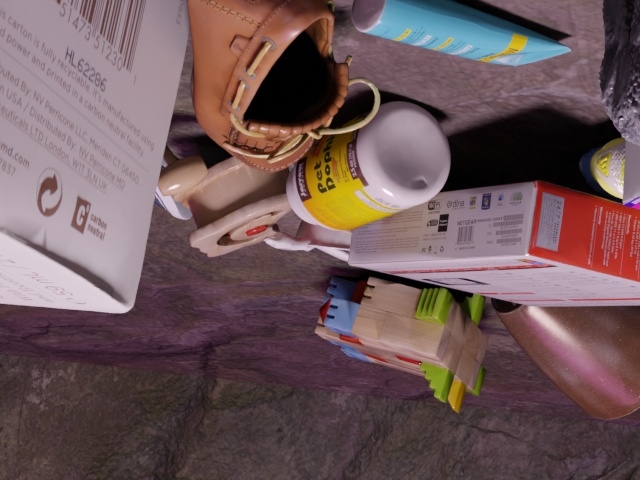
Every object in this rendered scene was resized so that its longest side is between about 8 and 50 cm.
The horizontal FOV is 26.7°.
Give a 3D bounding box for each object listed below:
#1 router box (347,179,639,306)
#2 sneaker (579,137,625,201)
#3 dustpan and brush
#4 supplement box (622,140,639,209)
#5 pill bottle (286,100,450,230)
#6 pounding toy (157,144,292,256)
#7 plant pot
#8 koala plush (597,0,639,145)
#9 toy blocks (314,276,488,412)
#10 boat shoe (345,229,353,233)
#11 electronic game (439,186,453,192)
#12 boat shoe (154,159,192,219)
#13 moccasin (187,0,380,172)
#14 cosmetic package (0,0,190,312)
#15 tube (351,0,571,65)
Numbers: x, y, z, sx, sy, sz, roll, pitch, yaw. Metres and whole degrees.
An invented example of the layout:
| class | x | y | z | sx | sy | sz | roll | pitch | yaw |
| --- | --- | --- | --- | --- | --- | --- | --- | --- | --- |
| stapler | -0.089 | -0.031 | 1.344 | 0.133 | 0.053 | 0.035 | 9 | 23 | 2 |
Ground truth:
| class | x | y | z | sx | sy | sz | roll | pitch | yaw |
| --- | --- | --- | --- | --- | --- | --- | --- | --- | --- |
| router box | 0.248 | 0.013 | 1.585 | 0.301 | 0.082 | 0.335 | 13 | 170 | -32 |
| sneaker | 0.393 | -0.071 | 1.488 | 0.240 | 0.091 | 0.126 | 14 | -178 | -21 |
| dustpan and brush | 0.000 | 0.000 | 1.775 | 0.147 | 0.060 | 0.211 | 5 | 169 | 39 |
| supplement box | 0.429 | -0.075 | 1.364 | 0.220 | 0.114 | 0.111 | 12 | 163 | -19 |
| pill bottle | 0.045 | -0.078 | 1.535 | 0.117 | 0.117 | 0.215 | 16 | 162 | -25 |
| pounding toy | -0.111 | -0.083 | 1.689 | 0.154 | 0.155 | 0.269 | -22 | 171 | 2 |
| plant pot | 0.364 | 0.111 | 1.938 | 0.230 | 0.215 | 0.215 | 32 | 155 | -25 |
| koala plush | 0.329 | -0.150 | 0.973 | 0.221 | 0.203 | 0.196 | 10 | 165 | -2 |
| toy blocks | 0.117 | 0.145 | 2.240 | 0.260 | 0.191 | 0.381 | 14 | 168 | 22 |
| boat shoe | 0.040 | -0.032 | 1.687 | 0.153 | 0.056 | 0.048 | 17 | 159 | -34 |
| electronic game | 0.088 | -0.039 | 1.778 | 0.229 | 0.048 | 0.229 | 8 | 165 | 2 |
| boat shoe | -0.229 | -0.084 | 1.768 | 0.083 | 0.065 | 0.183 | 5 | 159 | 21 |
| moccasin | -0.034 | -0.148 | 1.260 | 0.147 | 0.139 | 0.380 | 47 | 162 | 13 |
| cosmetic package | -0.365 | -0.143 | 1.125 | 0.393 | 0.327 | 0.329 | 3 | 164 | 21 |
| tube | 0.127 | -0.192 | 1.234 | 0.207 | 0.052 | 0.080 | 10 | 175 | -32 |
